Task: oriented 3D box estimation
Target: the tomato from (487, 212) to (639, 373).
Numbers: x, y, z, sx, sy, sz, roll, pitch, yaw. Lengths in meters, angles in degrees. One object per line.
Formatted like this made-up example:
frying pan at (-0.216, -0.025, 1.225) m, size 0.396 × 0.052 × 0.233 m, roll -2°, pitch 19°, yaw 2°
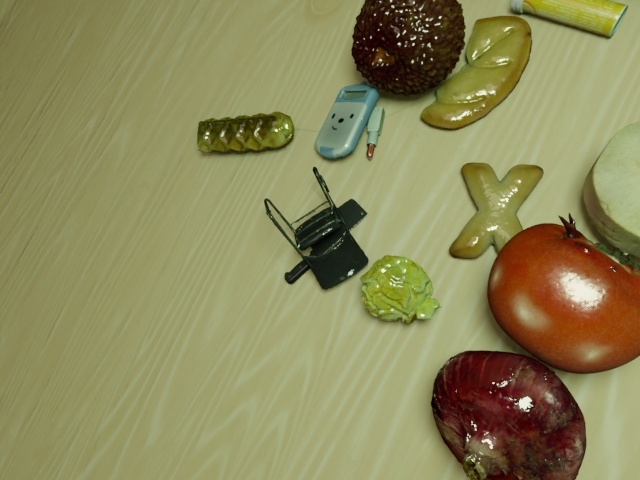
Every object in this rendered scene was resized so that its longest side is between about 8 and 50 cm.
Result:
tomato at (0.406, 0.091, 0.738) m, size 0.256 × 0.255 × 0.225 m, roll 42°, pitch 107°, yaw 26°

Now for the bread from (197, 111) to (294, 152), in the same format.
bread at (-0.192, -0.278, 1.161) m, size 0.269 × 0.098 × 0.087 m, roll 0°, pitch 117°, yaw 21°

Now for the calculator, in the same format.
calculator at (0.062, -0.290, 1.076) m, size 0.121 × 0.039 × 0.210 m, roll 20°, pitch 82°, yaw 44°

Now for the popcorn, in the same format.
popcorn at (0.150, 0.098, 0.894) m, size 0.141 × 0.135 × 0.163 m, roll -29°, pitch 64°, yaw 3°

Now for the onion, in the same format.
onion at (0.286, 0.302, 0.728) m, size 0.252 × 0.219 × 0.252 m, roll 24°, pitch 125°, yaw 41°

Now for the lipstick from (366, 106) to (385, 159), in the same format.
lipstick at (0.125, -0.250, 1.060) m, size 0.030 × 0.030 × 0.129 m, roll 7°, pitch 77°, yaw 22°

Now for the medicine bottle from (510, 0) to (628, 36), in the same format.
medicine bottle at (0.524, -0.498, 0.957) m, size 0.218 × 0.074 × 0.074 m, roll 33°, pitch 88°, yaw 25°

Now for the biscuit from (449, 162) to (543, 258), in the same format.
biscuit at (0.355, -0.059, 0.908) m, size 0.164 × 0.047 × 0.208 m, roll 6°, pitch 77°, yaw 23°

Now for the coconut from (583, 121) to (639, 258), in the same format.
coconut at (0.556, -0.081, 0.738) m, size 0.197 × 0.237 × 0.237 m, roll -41°, pitch 65°, yaw 7°

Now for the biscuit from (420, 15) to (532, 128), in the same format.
biscuit at (0.359, -0.369, 0.999) m, size 0.154 × 0.045 × 0.299 m, roll 29°, pitch 88°, yaw 25°

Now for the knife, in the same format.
knife at (0.000, 0.000, 1.046) m, size 0.245 × 0.019 × 0.072 m, roll -43°, pitch 63°, yaw 1°

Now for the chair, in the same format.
chair at (-0.005, -0.024, 0.994) m, size 0.140 × 0.145 × 0.221 m, roll -33°, pitch 110°, yaw 5°

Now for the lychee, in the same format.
lychee at (0.202, -0.453, 0.986) m, size 0.271 × 0.271 × 0.272 m, roll -6°, pitch 73°, yaw 19°
